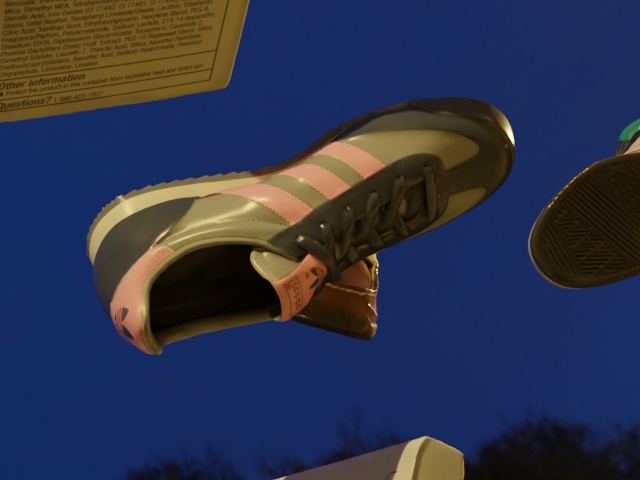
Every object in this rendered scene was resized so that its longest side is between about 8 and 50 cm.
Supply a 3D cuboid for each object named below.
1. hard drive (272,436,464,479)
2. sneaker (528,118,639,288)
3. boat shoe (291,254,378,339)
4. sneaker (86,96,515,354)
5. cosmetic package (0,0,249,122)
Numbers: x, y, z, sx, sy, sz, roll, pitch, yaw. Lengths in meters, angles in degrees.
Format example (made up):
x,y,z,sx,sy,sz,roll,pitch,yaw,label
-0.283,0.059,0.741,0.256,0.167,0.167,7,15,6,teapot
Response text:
x,y,z,sx,sy,sz,roll,pitch,yaw,label
-0.039,0.290,1.065,0.047,0.233,0.353,30,-32,-25,hard drive
0.296,-0.045,1.293,0.295,0.178,0.124,-33,-97,-12,sneaker
-0.004,0.014,1.395,0.123,0.324,0.120,16,-85,-11,boat shoe
0.000,0.000,0.987,0.319,0.131,0.112,-20,-53,-3,sneaker
-0.105,-0.207,0.666,0.160,0.113,0.309,-11,-37,-27,cosmetic package
